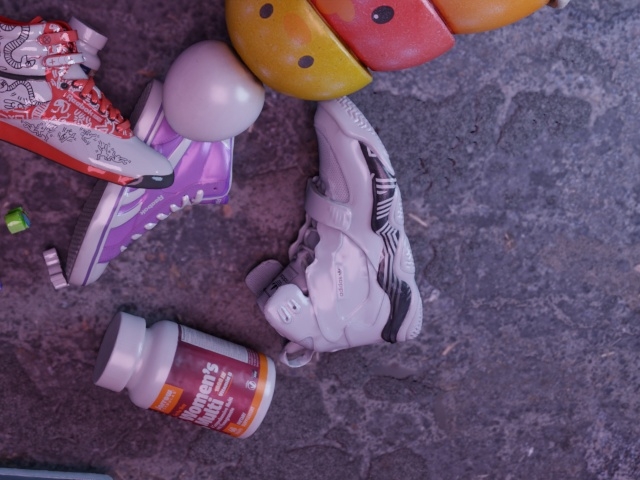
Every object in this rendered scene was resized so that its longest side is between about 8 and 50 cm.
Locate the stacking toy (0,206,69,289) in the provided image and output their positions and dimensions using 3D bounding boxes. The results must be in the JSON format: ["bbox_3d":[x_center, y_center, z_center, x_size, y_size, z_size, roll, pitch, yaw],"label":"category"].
[{"bbox_3d":[-0.409,0.036,1.192,0.167,0.221,0.052,-19,73,-7],"label":"stacking toy"}]

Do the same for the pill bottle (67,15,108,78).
[{"bbox_3d":[-0.308,-0.207,1.199,0.067,0.067,0.120,30,99,-21],"label":"pill bottle"}]

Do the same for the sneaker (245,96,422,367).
[{"bbox_3d":[0.000,0.000,1.304,0.210,0.137,0.365,-20,115,-10],"label":"sneaker"}]

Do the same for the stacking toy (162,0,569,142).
[{"bbox_3d":[0.016,-0.273,1.139,0.480,0.350,0.350,-40,113,11],"label":"stacking toy"}]

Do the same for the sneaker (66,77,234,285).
[{"bbox_3d":[-0.205,-0.045,1.262,0.161,0.102,0.282,27,100,-23],"label":"sneaker"}]

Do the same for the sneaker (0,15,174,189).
[{"bbox_3d":[-0.278,-0.163,1.129,0.270,0.090,0.145,20,103,-6],"label":"sneaker"}]

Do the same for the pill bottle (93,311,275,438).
[{"bbox_3d":[-0.182,0.178,1.327,0.221,0.121,0.121,21,101,-20],"label":"pill bottle"}]

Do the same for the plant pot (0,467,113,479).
[{"bbox_3d":[-0.415,0.479,1.313,0.247,0.248,0.252,7,124,-16],"label":"plant pot"}]
